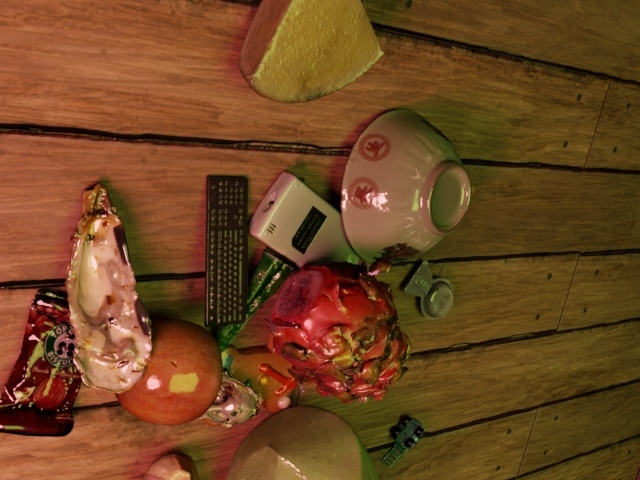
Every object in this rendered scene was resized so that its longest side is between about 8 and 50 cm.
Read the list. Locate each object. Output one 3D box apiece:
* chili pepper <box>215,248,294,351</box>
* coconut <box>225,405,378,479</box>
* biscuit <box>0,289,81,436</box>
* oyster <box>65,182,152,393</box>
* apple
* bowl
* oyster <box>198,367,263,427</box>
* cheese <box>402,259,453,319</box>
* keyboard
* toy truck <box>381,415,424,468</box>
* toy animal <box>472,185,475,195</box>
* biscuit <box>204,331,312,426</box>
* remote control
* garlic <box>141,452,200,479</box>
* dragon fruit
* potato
[{"bbox_3d":[-0.141,0.128,1.656,0.226,0.059,0.088,-56,137,-4],"label":"chili pepper"},{"bbox_3d":[-0.038,0.498,1.765,0.328,0.329,0.281,51,42,-43],"label":"coconut"},{"bbox_3d":[-0.443,0.210,1.415,0.151,0.063,0.235,25,84,-46],"label":"biscuit"},{"bbox_3d":[-0.348,0.079,1.388,0.129,0.078,0.344,-6,90,-10],"label":"oyster"},{"bbox_3d":[-0.270,0.231,1.498,0.174,0.188,0.188,11,102,-32],"label":"apple"},{"bbox_3d":[0.208,-0.096,1.755,0.337,0.158,0.337,-15,112,-43],"label":"bowl"},{"bbox_3d":[-0.182,0.317,1.663,0.166,0.053,0.108,36,72,-27],"label":"oyster"},{"bbox_3d":[0.267,0.126,2.032,0.105,0.042,0.191,-54,134,-10],"label":"cheese"},{"bbox_3d":[-0.177,0.073,1.564,0.104,0.041,0.380,-3,102,-41],"label":"keyboard"},{"bbox_3d":[0.205,0.511,2.150,0.136,0.063,0.074,-44,152,-14],"label":"toy truck"},{"bbox_3d":[0.317,-0.097,1.963,0.083,0.060,0.081,-45,172,-19],"label":"toy animal"},{"bbox_3d":[-0.096,0.272,1.773,0.324,0.049,0.205,-6,113,-42],"label":"biscuit"},{"bbox_3d":[-0.001,0.000,1.724,0.344,0.050,0.145,38,83,-46],"label":"remote control"},{"bbox_3d":[-0.279,0.486,1.667,0.206,0.128,0.115,69,20,-44],"label":"garlic"},{"bbox_3d":[0.054,0.183,1.670,0.291,0.250,0.269,41,70,-25],"label":"dragon fruit"},{"bbox_3d":[-0.051,-0.358,1.470,0.255,0.112,0.269,-43,129,-13],"label":"potato"}]
